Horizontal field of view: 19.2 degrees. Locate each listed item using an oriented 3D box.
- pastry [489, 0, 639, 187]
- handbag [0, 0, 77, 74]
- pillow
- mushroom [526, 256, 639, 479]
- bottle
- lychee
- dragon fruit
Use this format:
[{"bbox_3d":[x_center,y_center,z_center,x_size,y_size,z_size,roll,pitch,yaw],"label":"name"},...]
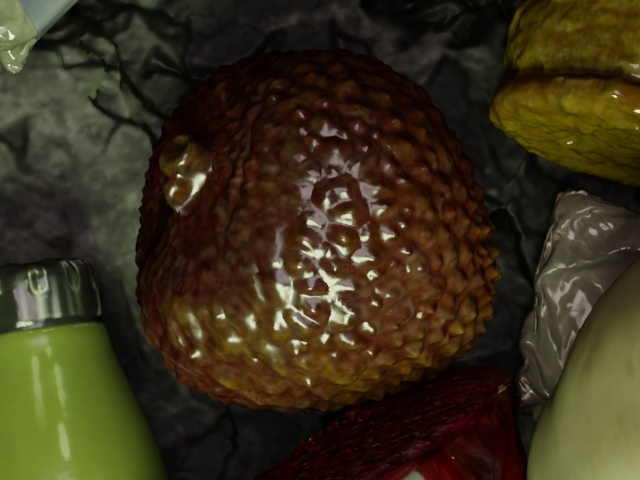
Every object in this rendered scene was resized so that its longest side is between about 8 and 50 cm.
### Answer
[{"bbox_3d":[0.182,-0.084,0.968,0.188,0.189,0.103,14,83,-6],"label":"pastry"},{"bbox_3d":[-0.148,-0.184,0.984,0.117,0.095,0.173,40,77,1],"label":"handbag"},{"bbox_3d":[0.231,0.065,1.028,0.248,0.049,0.135,18,81,-4],"label":"pillow"},{"bbox_3d":[0.283,0.105,0.837,0.353,0.325,0.353,-2,71,5],"label":"mushroom"},{"bbox_3d":[-0.127,0.141,0.937,0.112,0.112,0.260,-8,85,-9],"label":"bottle"},{"bbox_3d":[-0.003,-0.005,0.940,0.194,0.194,0.194,1,83,-8],"label":"lychee"},{"bbox_3d":[0.047,0.169,0.918,0.274,0.126,0.161,-28,103,-38],"label":"dragon fruit"}]
